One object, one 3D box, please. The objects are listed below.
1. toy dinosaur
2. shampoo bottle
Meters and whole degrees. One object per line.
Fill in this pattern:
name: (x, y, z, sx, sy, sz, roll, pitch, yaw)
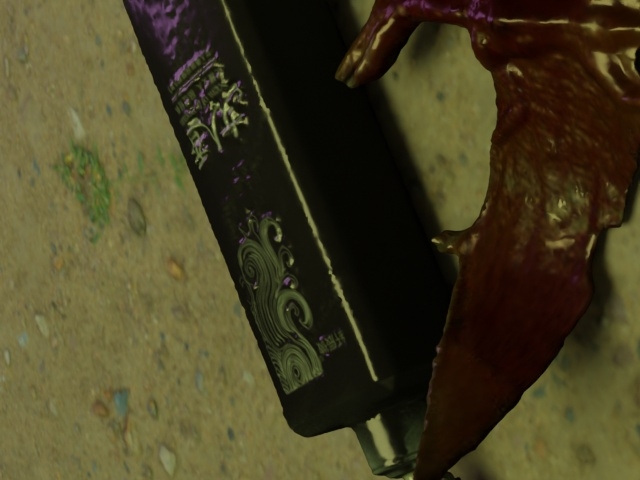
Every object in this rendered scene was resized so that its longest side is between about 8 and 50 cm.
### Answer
toy dinosaur: (0.063, -0.094, 0.711, 0.206, 0.113, 0.327, 46, 133, 35)
shampoo bottle: (0.000, 0.000, 0.864, 0.098, 0.071, 0.310, -33, 77, 50)
